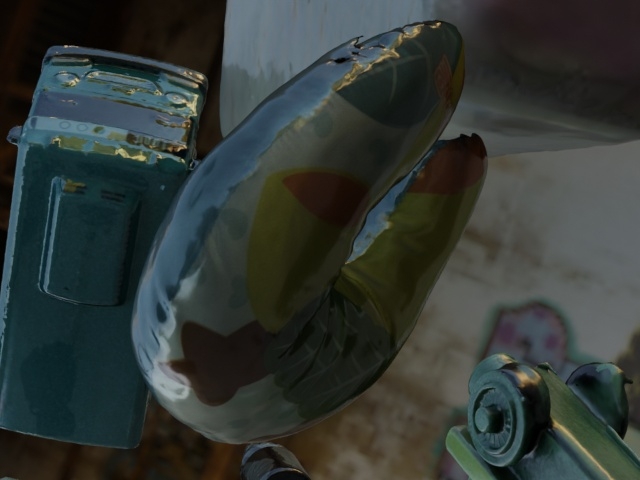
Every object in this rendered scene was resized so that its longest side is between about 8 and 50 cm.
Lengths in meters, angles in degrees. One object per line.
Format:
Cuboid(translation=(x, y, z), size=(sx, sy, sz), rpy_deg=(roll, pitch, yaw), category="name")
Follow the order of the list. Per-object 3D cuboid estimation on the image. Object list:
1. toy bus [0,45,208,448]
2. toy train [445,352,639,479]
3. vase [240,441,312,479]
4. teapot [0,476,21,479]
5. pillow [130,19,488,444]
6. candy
Cuboid(translation=(-0.158, 0.008, 1.229), size=(0.147, 0.128, 0.256), rpy_deg=(-87, 9, -58), category="toy bus")
Cuboid(translation=(0.230, 0.258, 1.500), size=(0.150, 0.369, 0.237), rpy_deg=(-5, -54, -30), category="toy train")
Cuboid(translation=(-0.048, 0.225, 1.688), size=(0.211, 0.060, 0.060), rpy_deg=(-156, 88, -79), category="vase")
Cuboid(translation=(-0.211, 0.209, 1.177), size=(0.057, 0.067, 0.083), rpy_deg=(-15, -63, -20), category="teapot")
Cuboid(translation=(0.000, 0.000, 0.816), size=(0.214, 0.086, 0.233), rpy_deg=(-49, -23, -12), category="pillow")
Cuboid(translation=(0.058, -0.149, 1.009), size=(0.145, 0.358, 0.208), rpy_deg=(3, -92, -21), category="candy")
